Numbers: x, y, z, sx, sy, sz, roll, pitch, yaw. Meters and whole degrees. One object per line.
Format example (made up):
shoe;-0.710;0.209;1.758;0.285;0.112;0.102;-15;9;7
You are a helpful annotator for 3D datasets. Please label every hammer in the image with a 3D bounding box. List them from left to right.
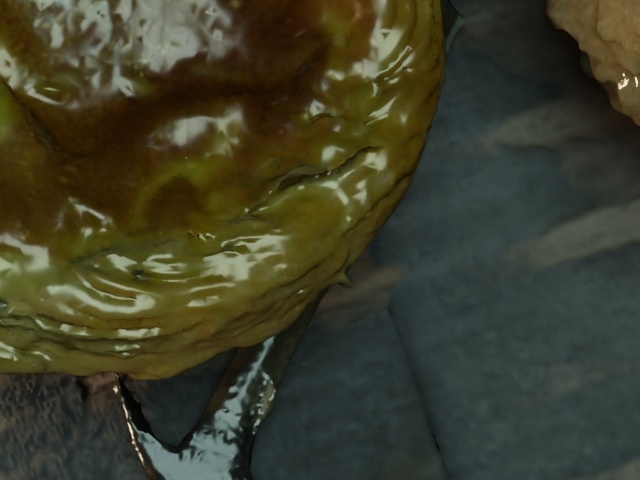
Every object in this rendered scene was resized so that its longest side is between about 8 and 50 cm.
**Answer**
hammer;0.000;0.000;0.921;0.125;0.027;0.297;27;79;2

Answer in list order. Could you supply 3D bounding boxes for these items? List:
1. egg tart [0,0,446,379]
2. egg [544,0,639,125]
egg tart;-0.114;-0.099;0.871;0.352;0.150;0.352;1;79;-7
egg;0.243;-0.162;0.850;0.310;0.279;0.279;7;78;20
